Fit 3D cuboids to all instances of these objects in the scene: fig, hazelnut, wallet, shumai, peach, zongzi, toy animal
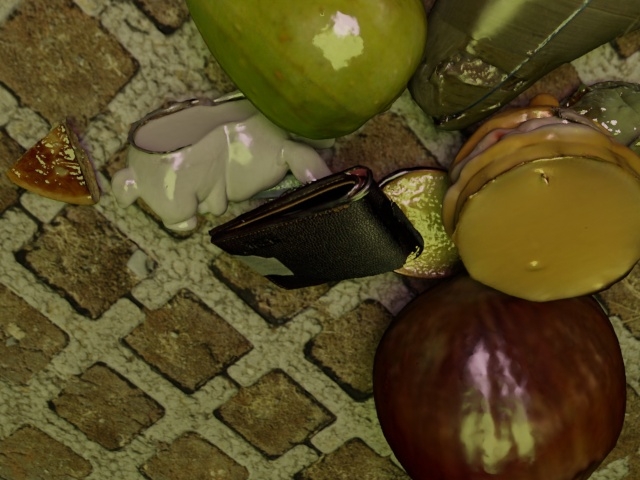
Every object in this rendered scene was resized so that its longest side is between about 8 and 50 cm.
[{"bbox_3d":[-0.025,-0.287,0.729,0.326,0.258,0.258,35,112,-2],"label":"fig"},{"bbox_3d":[0.290,0.232,0.926,0.421,0.353,0.420,0,99,3],"label":"hazelnut"},{"bbox_3d":[0.000,0.000,0.836,0.262,0.071,0.221,-17,151,22],"label":"wallet"},{"bbox_3d":[0.445,-0.149,0.848,0.184,0.142,0.184,-1,116,-2],"label":"shumai"},{"bbox_3d":[0.190,-0.029,0.950,0.279,0.068,0.189,16,107,-5],"label":"peach"},{"bbox_3d":[0.338,-0.285,0.779,0.393,0.174,0.356,17,122,-17],"label":"zongzi"},{"bbox_3d":[-0.134,-0.123,0.832,0.325,0.208,0.154,-5,138,-1],"label":"toy animal"}]

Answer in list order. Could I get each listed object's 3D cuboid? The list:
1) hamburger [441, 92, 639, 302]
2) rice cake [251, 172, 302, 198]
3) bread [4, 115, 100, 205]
[{"bbox_3d":[0.307,-0.074,0.798,0.277,0.236,0.276,4,132,4],"label":"hamburger"},{"bbox_3d":[-0.116,-0.088,0.937,0.245,0.042,0.045,-3,103,3],"label":"rice cake"},{"bbox_3d":[-0.420,-0.112,0.924,0.154,0.054,0.136,-36,109,22],"label":"bread"}]
